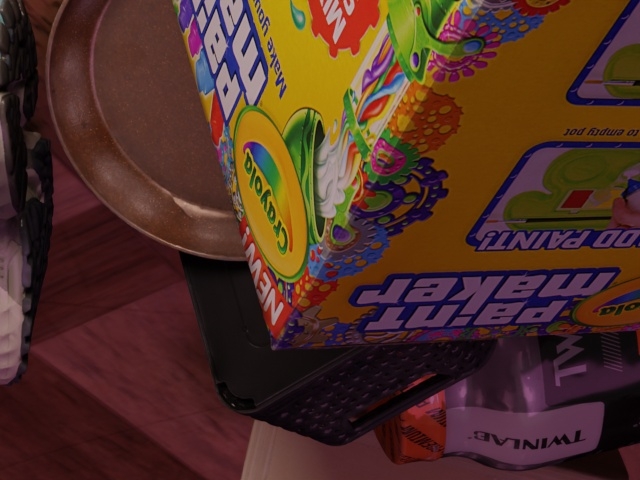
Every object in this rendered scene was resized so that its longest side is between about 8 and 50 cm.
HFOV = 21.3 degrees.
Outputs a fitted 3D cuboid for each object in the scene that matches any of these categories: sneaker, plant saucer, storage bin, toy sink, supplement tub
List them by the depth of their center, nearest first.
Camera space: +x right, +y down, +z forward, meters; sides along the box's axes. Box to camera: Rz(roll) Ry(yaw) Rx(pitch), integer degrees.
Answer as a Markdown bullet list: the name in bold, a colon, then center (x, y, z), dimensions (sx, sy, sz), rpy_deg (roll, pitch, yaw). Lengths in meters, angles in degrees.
- **plant saucer**: center (-0.047, -0.070, 0.809), dimensions (0.168, 0.029, 0.168), rpy_deg (7, 118, 13)
- **sneaker**: center (-0.199, -0.025, 0.842), dimensions (0.122, 0.110, 0.283), rpy_deg (4, 145, -2)
- **storage bin**: center (0.000, 0.000, 0.878), dimensions (0.122, 0.180, 0.084), rpy_deg (-32, 146, 23)
- **supplement tub**: center (0.176, 0.022, 0.994), dimensions (0.316, 0.193, 0.193), rpy_deg (-13, 150, -8)
- **toy sink**: center (0.069, 0.178, 1.114), dimensions (0.234, 0.131, 0.153), rpy_deg (13, -175, 5)

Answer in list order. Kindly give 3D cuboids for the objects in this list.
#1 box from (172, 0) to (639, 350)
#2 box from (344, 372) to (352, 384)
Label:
- **box**: center (0.071, -0.160, 0.543), dimensions (0.177, 0.290, 0.279), rpy_deg (-2, 146, -25)
- **box**: center (0.119, 0.069, 1.173), dimensions (0.232, 0.058, 0.087), rpy_deg (9, 142, -38)
